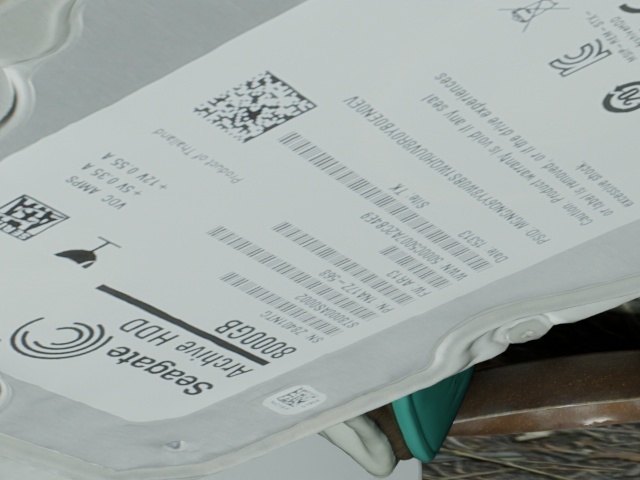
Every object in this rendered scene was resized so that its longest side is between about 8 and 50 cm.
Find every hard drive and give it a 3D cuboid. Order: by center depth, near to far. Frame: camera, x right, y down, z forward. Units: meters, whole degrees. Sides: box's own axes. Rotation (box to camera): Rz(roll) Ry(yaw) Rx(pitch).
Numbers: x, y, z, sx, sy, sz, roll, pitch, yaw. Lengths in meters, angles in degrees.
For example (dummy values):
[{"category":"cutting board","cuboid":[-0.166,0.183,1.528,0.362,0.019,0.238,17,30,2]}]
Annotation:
[{"category":"hard drive","cuboid":[0.004,-0.036,0.402,0.339,0.064,0.237,-24,150,24]}]

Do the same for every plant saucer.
[{"category":"plant saucer","cuboid":[0.133,0.078,0.919,0.168,0.029,0.168,-4,170,-1]}]

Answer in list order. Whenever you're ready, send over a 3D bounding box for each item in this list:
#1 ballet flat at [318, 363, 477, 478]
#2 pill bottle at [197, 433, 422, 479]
[{"category":"ballet flat","cuboid":[0.000,0.000,0.702,0.139,0.139,0.400,6,160,4]},{"category":"pill bottle","cuboid":[-0.079,0.157,1.032,0.188,0.188,0.334,16,157,-20]}]
